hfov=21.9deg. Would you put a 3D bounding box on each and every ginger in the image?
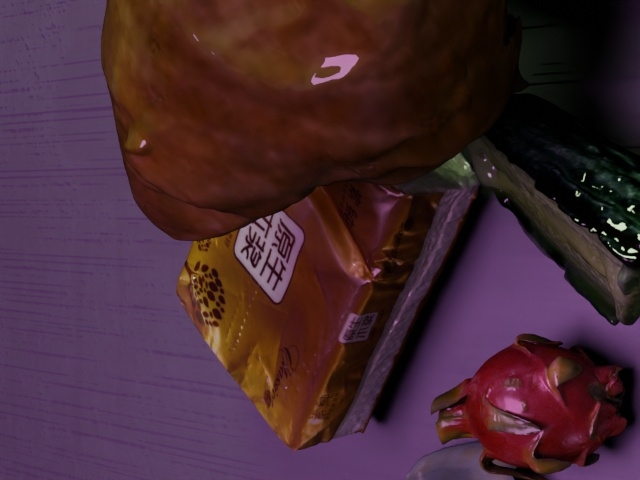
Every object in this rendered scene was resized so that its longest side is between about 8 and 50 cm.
[{"bbox_3d":[-0.024,-0.123,0.914,0.269,0.200,0.223,-9,118,33],"label":"ginger"}]

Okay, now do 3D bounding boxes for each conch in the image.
[{"bbox_3d":[0.101,0.175,1.048,0.180,0.065,0.088,24,114,57],"label":"conch"}]

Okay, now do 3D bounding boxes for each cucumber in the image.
[{"bbox_3d":[0.157,-0.023,0.945,0.086,0.115,0.193,-44,43,-7],"label":"cucumber"}]

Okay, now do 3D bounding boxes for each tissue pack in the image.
[{"bbox_3d":[0.000,0.000,1.134,0.183,0.092,0.226,48,131,35],"label":"tissue pack"}]

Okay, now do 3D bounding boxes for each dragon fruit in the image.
[{"bbox_3d":[0.124,0.100,0.996,0.116,0.081,0.086,2,75,39],"label":"dragon fruit"}]
